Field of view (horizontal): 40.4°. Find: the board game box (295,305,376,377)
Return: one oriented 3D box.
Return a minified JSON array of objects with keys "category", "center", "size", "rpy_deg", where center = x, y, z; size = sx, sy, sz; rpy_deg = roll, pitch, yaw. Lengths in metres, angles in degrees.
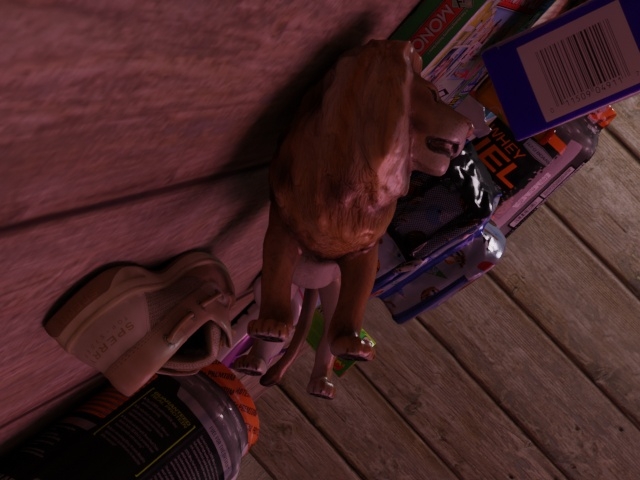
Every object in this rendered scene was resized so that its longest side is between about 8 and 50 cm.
[{"category":"board game box","center":[0.008,0.159,1.632],"size":[0.043,0.181,0.092],"rpy_deg":[-34,168,-51]}]

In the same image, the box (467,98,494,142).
[{"category":"box","center":[0.220,-0.186,1.311],"size":[0.244,0.060,0.100],"rpy_deg":[-48,171,29]}]

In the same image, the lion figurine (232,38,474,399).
[{"category":"lion figurine","center":[0.000,0.000,0.792],"size":[0.392,0.142,0.240],"rpy_deg":[132,-31,-67]}]

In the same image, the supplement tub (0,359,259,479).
[{"category":"supplement tub","center":[-0.225,0.269,0.992],"size":[0.316,0.193,0.193],"rpy_deg":[-36,169,-44]}]

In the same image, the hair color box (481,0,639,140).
[{"category":"hair color box","center":[0.327,-0.207,0.968],"size":[0.185,0.110,0.338],"rpy_deg":[-22,180,31]}]

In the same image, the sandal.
[{"category":"sandal","center":[-0.066,0.139,1.440],"size":[0.416,0.102,0.169],"rpy_deg":[-45,172,13]}]

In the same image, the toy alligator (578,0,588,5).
[{"category":"toy alligator","center":[0.304,-0.284,0.948],"size":[0.056,0.051,0.189],"rpy_deg":[-21,-179,21]}]

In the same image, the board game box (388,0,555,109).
[{"category":"board game box","center":[0.156,-0.216,0.884],"size":[0.213,0.046,0.317],"rpy_deg":[-46,172,24]}]

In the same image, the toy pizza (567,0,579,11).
[{"category":"toy pizza","center":[0.465,-0.419,1.423],"size":[0.201,0.032,0.201],"rpy_deg":[-44,173,-7]}]

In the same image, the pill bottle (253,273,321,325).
[{"category":"pill bottle","center":[-0.019,0.054,1.278],"size":[0.160,0.087,0.087],"rpy_deg":[-37,170,-45]}]

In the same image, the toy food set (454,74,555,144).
[{"category":"toy food set","center":[0.239,-0.176,1.142],"size":[0.111,0.104,0.232],"rpy_deg":[-51,-174,-7]}]

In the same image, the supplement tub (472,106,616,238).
[{"category":"supplement tub","center":[0.313,-0.146,1.461],"size":[0.338,0.207,0.207],"rpy_deg":[-47,172,17]}]

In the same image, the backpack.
[{"category":"backpack","center":[0.113,-0.011,1.171],"size":[0.263,0.213,0.276],"rpy_deg":[-26,177,17]}]

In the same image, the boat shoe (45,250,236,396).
[{"category":"boat shoe","center":[-0.132,0.079,0.787],"size":[0.109,0.098,0.302],"rpy_deg":[-44,172,7]}]
